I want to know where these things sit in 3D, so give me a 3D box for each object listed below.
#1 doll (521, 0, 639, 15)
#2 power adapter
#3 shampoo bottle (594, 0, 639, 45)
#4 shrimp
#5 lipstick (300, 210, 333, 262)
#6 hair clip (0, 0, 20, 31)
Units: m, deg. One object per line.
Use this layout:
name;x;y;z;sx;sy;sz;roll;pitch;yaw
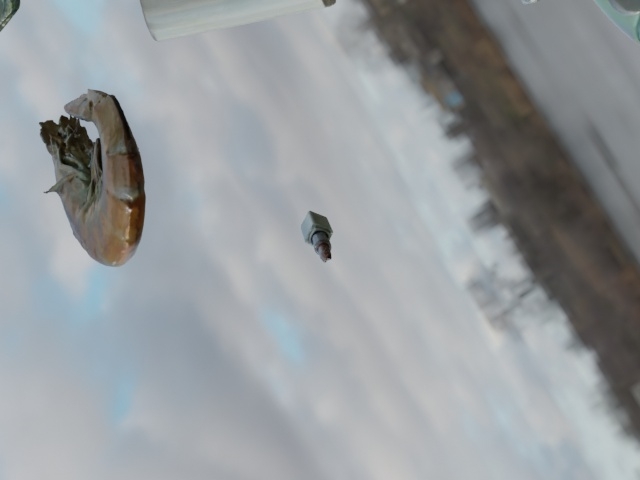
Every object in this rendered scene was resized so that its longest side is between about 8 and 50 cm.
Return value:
doll;0.225;-0.319;1.542;0.195;0.258;0.153;15;-175;4
power adapter;-0.033;-0.231;1.380;0.125;0.205;0.130;-56;-44;-79
shampoo bottle;0.345;-0.277;1.831;0.222;0.151;0.349;-1;-130;-45
shrimp;-0.204;-0.069;1.652;0.248;0.068;0.150;37;124;58
lipstick;0.000;0.000;1.985;0.025;0.025;0.107;21;-164;-16
hair clip;-0.326;-0.124;1.550;0.036;0.229;0.066;21;162;43
